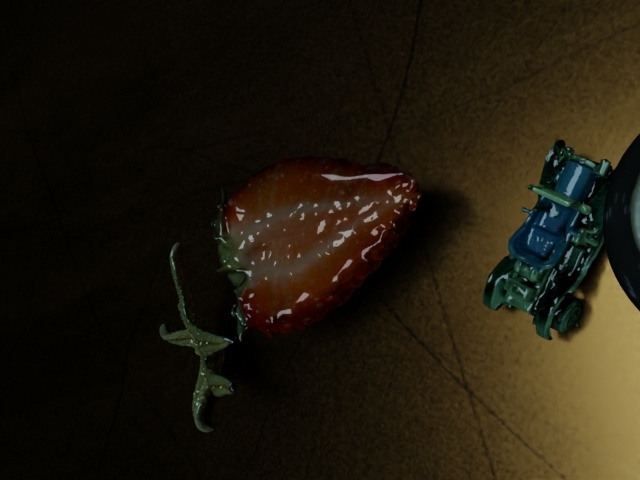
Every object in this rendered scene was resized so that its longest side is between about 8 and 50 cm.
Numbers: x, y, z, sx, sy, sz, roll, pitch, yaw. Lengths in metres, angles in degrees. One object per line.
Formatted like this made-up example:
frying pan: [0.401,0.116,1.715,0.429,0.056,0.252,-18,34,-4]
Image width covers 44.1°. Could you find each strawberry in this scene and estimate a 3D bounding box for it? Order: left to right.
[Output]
strawberry: [-0.002,-0.015,0.775,0.228,0.098,0.174,-39,63,22]

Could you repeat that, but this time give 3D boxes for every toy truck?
toy truck: [0.188,-0.001,0.642,0.080,0.078,0.154,30,101,37]

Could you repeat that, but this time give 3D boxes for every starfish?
starfish: [-0.131,0.109,0.852,0.223,0.050,0.216,5,114,58]

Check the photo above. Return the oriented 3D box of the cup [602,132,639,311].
cup: [0.284,-0.030,0.514,0.169,0.177,0.222,-18,69,36]
